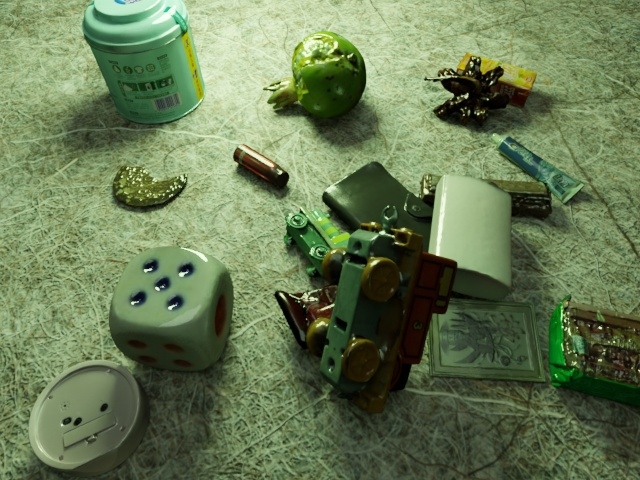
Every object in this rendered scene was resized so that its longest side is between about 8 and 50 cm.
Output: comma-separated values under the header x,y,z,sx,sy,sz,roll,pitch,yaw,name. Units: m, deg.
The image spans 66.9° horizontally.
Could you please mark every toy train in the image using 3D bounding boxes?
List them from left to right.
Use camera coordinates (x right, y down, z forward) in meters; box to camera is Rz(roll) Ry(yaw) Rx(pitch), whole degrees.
x,y,z,sx,sy,sz,roll,pitch,yaw,name
0.000,-0.001,1.127,0.132,0.083,0.200,-19,55,-26,toy train
0.120,0.123,0.905,0.231,0.163,0.370,12,92,-29,toy train

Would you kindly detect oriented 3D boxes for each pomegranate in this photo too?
x,y,z,sx,sy,sz,roll,pitch,yaw,name
-0.015,-0.456,1.391,0.301,0.236,0.236,-16,47,32,pomegranate

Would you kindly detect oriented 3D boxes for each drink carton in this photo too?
x,y,z,sx,sy,sz,roll,pitch,yaw,name
0.527,-0.488,1.468,0.222,0.071,0.096,24,57,17,drink carton

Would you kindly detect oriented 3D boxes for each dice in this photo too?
x,y,z,sx,sy,sz,roll,pitch,yaw,name
-0.285,0.138,0.958,0.191,0.193,0.194,3,55,5,dice

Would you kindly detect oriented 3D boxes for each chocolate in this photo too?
x,y,z,sx,sy,sz,roll,pitch,yaw,name
0.410,-0.121,1.210,0.328,0.065,0.103,6,55,8,chocolate

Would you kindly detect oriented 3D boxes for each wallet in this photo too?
x,y,z,sx,sy,sz,roll,pitch,yaw,name
0.187,-0.036,1.161,0.197,0.051,0.377,-32,62,-21,wallet

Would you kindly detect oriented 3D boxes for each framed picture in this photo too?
x,y,z,sx,sy,sz,roll,pitch,yaw,name
0.337,0.202,1.001,0.231,0.010,0.173,2,61,3,framed picture

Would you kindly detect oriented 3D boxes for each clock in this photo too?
x,y,z,sx,sy,sz,roll,pitch,yaw,name
-0.425,0.327,0.901,0.196,0.068,0.197,-1,55,1,clock

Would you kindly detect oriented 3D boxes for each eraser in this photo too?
x,y,z,sx,sy,sz,roll,pitch,yaw,name
0.335,-0.015,1.075,0.173,0.095,0.270,16,53,0,eraser

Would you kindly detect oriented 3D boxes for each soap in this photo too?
x,y,z,sx,sy,sz,roll,pitch,yaw,name
0.593,0.232,0.931,0.273,0.098,0.218,12,55,10,soap

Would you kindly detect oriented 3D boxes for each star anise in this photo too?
x,y,z,sx,sy,sz,roll,pitch,yaw,name
0.430,-0.420,1.380,0.220,0.190,0.126,-24,14,3,star anise

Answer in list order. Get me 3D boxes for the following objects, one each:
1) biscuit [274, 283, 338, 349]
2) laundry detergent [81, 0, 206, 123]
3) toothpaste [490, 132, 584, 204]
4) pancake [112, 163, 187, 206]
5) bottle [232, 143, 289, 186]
x,y,z,sx,sy,sz,roll,pitch,yaw,name
0.035,0.144,1.025,0.235,0.063,0.151,-15,56,-19,biscuit
-0.499,-0.543,1.385,0.286,0.305,0.288,0,54,1,laundry detergent
0.559,-0.201,1.279,0.069,0.047,0.268,-27,61,-33,toothpaste
-0.457,-0.157,1.282,0.184,0.020,0.190,-36,62,-21,pancake
-0.154,-0.195,1.282,0.164,0.060,0.060,33,61,22,bottle
